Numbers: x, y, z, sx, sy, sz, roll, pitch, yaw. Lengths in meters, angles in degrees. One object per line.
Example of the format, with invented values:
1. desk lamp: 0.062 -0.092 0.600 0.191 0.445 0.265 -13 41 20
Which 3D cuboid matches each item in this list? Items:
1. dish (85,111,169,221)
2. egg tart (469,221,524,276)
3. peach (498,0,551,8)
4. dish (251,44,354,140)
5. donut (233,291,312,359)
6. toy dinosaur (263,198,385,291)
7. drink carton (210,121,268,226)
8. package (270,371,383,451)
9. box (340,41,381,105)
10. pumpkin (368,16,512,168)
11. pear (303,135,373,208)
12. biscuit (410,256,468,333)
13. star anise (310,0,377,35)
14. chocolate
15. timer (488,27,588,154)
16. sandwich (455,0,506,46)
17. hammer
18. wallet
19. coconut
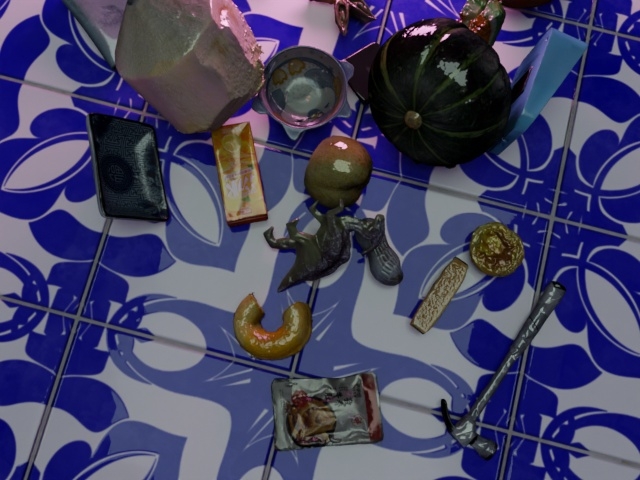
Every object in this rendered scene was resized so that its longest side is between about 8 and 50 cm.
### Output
1. dish: -0.450 -0.152 1.481 0.080 0.181 0.244 -20 77 34
2. egg tart: 0.401 0.022 1.499 0.130 0.052 0.131 0 79 0
3. peach: 0.485 -0.670 1.540 0.252 0.252 0.253 0 80 -1
4. dish: -0.040 -0.331 1.536 0.236 0.086 0.228 -1 81 -2
5. donut: -0.110 0.192 1.447 0.181 0.078 0.146 11 77 2
6. toy dinosaur: 0.000 0.002 1.446 0.294 0.077 0.162 -28 105 26
7. drink carton: -0.186 -0.151 1.508 0.096 0.071 0.223 -10 80 -4
8. package: 0.013 0.372 1.438 0.239 0.030 0.154 -5 78 -1
9. box: 0.120 -0.404 1.585 0.125 0.027 0.126 -32 81 -9
10. pumpkin: 0.255 -0.314 1.425 0.241 0.323 0.323 -38 82 -29
11. pear: 0.042 -0.150 1.467 0.136 0.167 0.167 31 80 12
12. biscuit: 0.266 0.124 1.476 0.052 0.056 0.188 36 80 3
13. star anise: 0.058 -0.596 1.602 0.172 0.063 0.208 -43 80 -12
14. chocolate: 0.132 0.026 1.482 0.072 0.072 0.167 -24 82 -5
15. timer: 0.476 -0.317 1.474 0.091 0.232 0.250 26 81 0
16. sandwich: 0.337 -0.468 1.522 0.109 0.185 0.160 40 78 13
17. hammer: 0.427 0.273 1.463 0.152 0.044 0.427 38 80 6
18. wallet: -0.453 -0.581 1.590 0.290 0.054 0.251 -35 86 -12
19. coconut: -0.287 -0.411 1.402 0.297 0.309 0.298 -13 56 21
